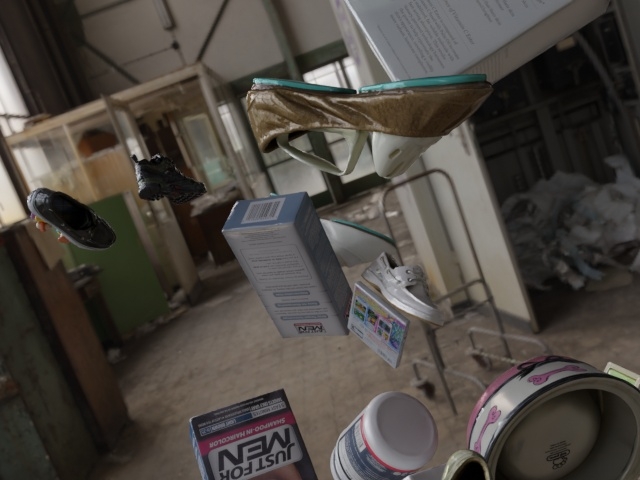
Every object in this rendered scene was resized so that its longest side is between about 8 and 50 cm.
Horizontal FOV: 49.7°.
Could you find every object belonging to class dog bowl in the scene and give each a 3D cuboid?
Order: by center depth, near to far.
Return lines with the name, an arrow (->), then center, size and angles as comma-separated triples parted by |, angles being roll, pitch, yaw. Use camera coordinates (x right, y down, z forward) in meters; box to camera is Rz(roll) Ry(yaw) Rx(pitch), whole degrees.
dog bowl -> 0.503, 0.432, 1.502 | 0.407, 0.408, 0.150 | -22, 25, -7

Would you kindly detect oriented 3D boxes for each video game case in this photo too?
video game case -> 0.125, 0.185, 1.517 | 0.019, 0.143, 0.157 | -26, 49, -34

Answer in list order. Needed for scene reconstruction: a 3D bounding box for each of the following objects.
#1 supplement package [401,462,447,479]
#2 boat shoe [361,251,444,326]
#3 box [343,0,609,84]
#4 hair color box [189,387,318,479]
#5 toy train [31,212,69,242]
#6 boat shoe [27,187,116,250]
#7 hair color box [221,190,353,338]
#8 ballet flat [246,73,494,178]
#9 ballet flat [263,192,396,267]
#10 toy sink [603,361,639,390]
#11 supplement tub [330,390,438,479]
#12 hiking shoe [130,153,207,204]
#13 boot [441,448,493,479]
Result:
supplement package -> 0.264, 0.652, 1.469 | 0.177, 0.293, 0.175 | 1, -39, -40
boat shoe -> 0.187, 0.095, 1.505 | 0.096, 0.098, 0.277 | -58, 35, 5
box -> 0.241, -0.369, 1.071 | 0.345, 0.215, 0.168 | -31, -10, 11
hair color box -> -0.083, 0.437, 1.124 | 0.173, 0.347, 0.105 | -15, -28, -19
toy train -> -0.593, -0.031, 1.590 | 0.125, 0.046, 0.166 | 2, -18, 20
boat shoe -> -0.308, -0.023, 0.882 | 0.040, 0.049, 0.142 | 6, -20, 31
hair color box -> -0.063, 0.069, 1.641 | 0.185, 0.375, 0.114 | -6, 40, 23
ballet flat -> 0.048, -0.141, 0.860 | 0.342, 0.124, 0.116 | 7, 13, 31
ballet flat -> 0.000, 0.000, 1.760 | 0.400, 0.139, 0.139 | 22, 30, 26
toy sink -> 0.878, 0.453, 1.914 | 0.153, 0.131, 0.234 | -64, 12, 2
supplement tub -> 0.150, 0.510, 1.697 | 0.191, 0.191, 0.272 | -28, -21, -39
hiking shoe -> -0.349, -0.152, 1.624 | 0.086, 0.114, 0.227 | -22, -10, 22
boot -> 0.166, 0.366, 0.843 | 0.077, 0.213, 0.165 | 12, -13, 11
